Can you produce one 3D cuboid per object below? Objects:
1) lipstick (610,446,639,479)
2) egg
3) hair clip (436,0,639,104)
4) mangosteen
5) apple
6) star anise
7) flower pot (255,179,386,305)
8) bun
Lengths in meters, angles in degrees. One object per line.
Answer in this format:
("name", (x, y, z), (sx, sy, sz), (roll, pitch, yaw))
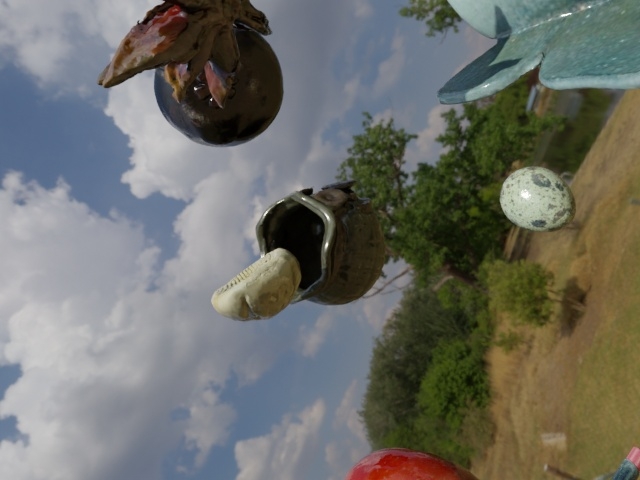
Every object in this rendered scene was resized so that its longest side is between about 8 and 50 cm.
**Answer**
("lipstick", (0.524, 0.469, 0.930), (0.234, 0.053, 0.053), (-39, -31, -25))
("egg", (0.459, -0.084, 1.081), (0.132, 0.172, 0.132), (-12, -56, -18))
("hair clip", (0.290, -0.326, 0.585), (0.392, 0.318, 0.239), (-35, -68, -31))
("mangosteen", (-0.216, -0.339, 1.093), (0.233, 0.287, 0.288), (51, -123, -46))
("apple", (0.146, 0.447, 0.771), (0.260, 0.260, 0.216), (91, -155, -44))
("star anise", (-0.125, -0.257, 0.549), (0.288, 0.088, 0.288), (-48, -23, -28))
("flower pot", (0.000, 0.000, 1.195), (0.213, 0.301, 0.302), (0, -71, -43))
("bun", (-0.112, 0.097, 0.955), (0.183, 0.102, 0.183), (-34, 6, 4))
